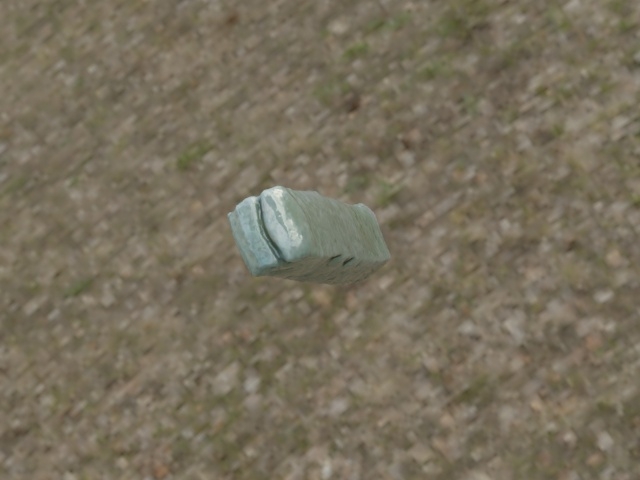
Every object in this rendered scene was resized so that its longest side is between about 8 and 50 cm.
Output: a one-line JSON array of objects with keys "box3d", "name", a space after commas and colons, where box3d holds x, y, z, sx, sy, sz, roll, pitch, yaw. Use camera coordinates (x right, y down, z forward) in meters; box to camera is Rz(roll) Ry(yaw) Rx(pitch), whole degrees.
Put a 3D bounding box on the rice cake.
[{"box3d": [0.000, -0.001, 0.590, 0.029, 0.033, 0.171, -27, -8, 12], "name": "rice cake"}]
